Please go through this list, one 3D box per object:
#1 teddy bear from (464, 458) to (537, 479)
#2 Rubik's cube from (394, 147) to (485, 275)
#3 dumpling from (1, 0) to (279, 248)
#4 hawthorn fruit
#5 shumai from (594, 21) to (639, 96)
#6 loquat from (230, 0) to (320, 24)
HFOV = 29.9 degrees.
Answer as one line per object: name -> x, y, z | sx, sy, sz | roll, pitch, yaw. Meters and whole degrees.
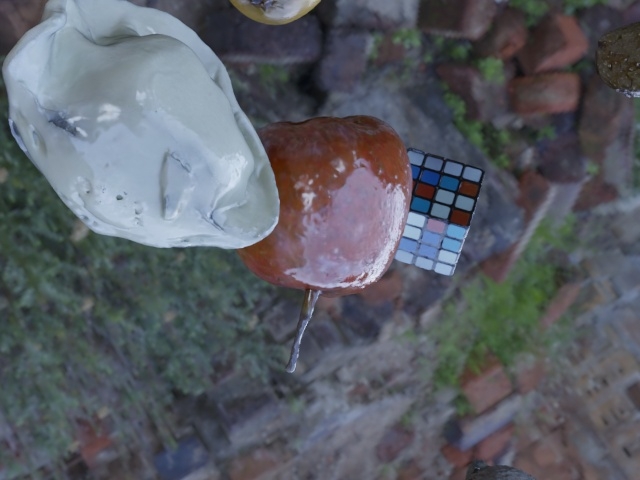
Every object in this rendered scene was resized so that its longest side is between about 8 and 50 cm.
teddy bear -> 0.220, 0.435, 1.615 | 0.236, 0.151, 0.267 | 15, 96, -41
Rubik's cube -> 0.202, -0.053, 2.219 | 0.151, 0.154, 0.155 | 102, 8, -51
dumpling -> -0.182, -0.125, 1.237 | 0.318, 0.243, 0.187 | 35, 134, -26
hawthorn fruit -> 0.008, -0.040, 1.425 | 0.231, 0.263, 0.235 | -33, 172, -32
shumai -> 0.462, -0.247, 1.728 | 0.123, 0.105, 0.139 | -8, -156, 17
loquat -> -0.077, -0.450, 1.919 | 0.208, 0.208, 0.208 | -31, 164, -10
